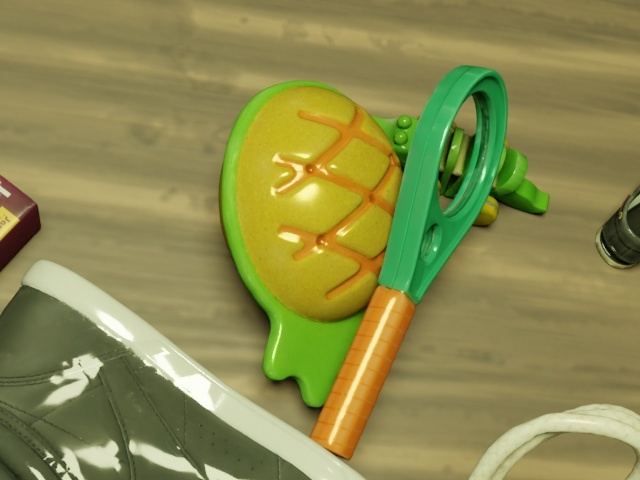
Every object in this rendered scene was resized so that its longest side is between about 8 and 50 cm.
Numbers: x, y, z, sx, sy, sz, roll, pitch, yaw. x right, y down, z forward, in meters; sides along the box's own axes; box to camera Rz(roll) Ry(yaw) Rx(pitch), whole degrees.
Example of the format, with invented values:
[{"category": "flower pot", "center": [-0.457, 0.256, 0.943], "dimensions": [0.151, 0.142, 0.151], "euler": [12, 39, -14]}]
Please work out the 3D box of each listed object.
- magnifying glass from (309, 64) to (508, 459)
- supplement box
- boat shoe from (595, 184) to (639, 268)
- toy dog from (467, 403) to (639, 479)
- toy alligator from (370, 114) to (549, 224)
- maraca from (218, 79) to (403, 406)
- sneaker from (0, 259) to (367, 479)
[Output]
[{"category": "magnifying glass", "center": [0.051, 0.008, 0.523], "dimensions": [0.026, 0.092, 0.231], "euler": [16, 74, 28]}, {"category": "supplement box", "center": [-0.208, -0.020, 0.536], "dimensions": [0.083, 0.043, 0.055], "euler": [37, 66, 2]}, {"category": "boat shoe", "center": [0.243, -0.030, 0.641], "dimensions": [0.133, 0.042, 0.049], "euler": [-35, 79, -23]}, {"category": "toy dog", "center": [0.034, 0.229, 0.380], "dimensions": [0.333, 0.161, 0.220], "euler": [-23, 117, 7]}, {"category": "toy alligator", "center": [0.065, -0.058, 0.605], "dimensions": [0.189, 0.051, 0.056], "euler": [19, 67, -5]}, {"category": "maraca", "center": [0.000, 0.000, 0.548], "dimensions": [0.127, 0.099, 0.186], "euler": [-10, 93, -37]}, {"category": "sneaker", "center": [-0.070, 0.149, 0.480], "dimensions": [0.296, 0.104, 0.147], "euler": [34, 70, 6]}]
